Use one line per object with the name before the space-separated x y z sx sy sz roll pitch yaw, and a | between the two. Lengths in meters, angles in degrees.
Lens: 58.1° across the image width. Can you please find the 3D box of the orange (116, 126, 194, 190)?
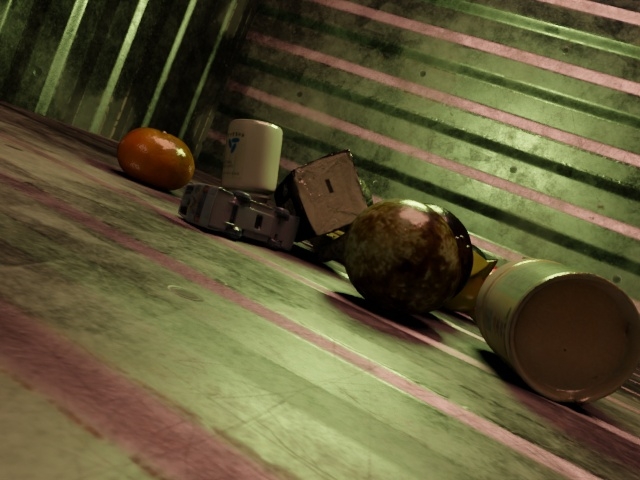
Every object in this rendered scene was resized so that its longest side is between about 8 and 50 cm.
orange | -0.508 -0.257 1.793 0.240 0.171 0.240 24 3 -1

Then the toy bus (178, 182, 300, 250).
toy bus | -0.191 -0.055 1.424 0.136 0.109 0.329 14 -3 34

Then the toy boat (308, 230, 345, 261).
toy boat | 0.039 0.012 1.904 0.121 0.089 0.321 0 17 -37

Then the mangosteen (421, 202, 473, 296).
mangosteen | 0.251 0.042 1.492 0.288 0.288 0.288 23 4 -2

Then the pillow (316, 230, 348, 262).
pillow | 0.065 0.009 1.560 0.051 0.241 0.093 56 36 -4

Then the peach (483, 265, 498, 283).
peach | 0.689 0.196 2.333 0.190 0.192 0.190 26 15 -7

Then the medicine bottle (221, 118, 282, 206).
medicine bottle | -0.212 -0.208 1.749 0.170 0.293 0.170 6 0 0

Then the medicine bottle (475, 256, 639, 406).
medicine bottle | 0.448 0.156 1.185 0.235 0.236 0.406 23 4 1

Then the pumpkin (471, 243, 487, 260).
pumpkin | 0.454 0.109 1.942 0.163 0.233 0.233 52 15 19

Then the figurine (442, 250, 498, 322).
figurine | 0.388 0.114 1.744 0.326 0.218 0.169 25 -21 -20

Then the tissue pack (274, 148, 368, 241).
tissue pack | -0.009 -0.116 1.679 0.198 0.210 0.370 -16 1 -12

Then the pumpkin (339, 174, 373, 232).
pumpkin | 0.056 -0.140 2.330 0.323 0.323 0.241 23 12 6

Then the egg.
egg | 0.181 0.044 1.233 0.289 0.238 0.238 46 -8 -28
